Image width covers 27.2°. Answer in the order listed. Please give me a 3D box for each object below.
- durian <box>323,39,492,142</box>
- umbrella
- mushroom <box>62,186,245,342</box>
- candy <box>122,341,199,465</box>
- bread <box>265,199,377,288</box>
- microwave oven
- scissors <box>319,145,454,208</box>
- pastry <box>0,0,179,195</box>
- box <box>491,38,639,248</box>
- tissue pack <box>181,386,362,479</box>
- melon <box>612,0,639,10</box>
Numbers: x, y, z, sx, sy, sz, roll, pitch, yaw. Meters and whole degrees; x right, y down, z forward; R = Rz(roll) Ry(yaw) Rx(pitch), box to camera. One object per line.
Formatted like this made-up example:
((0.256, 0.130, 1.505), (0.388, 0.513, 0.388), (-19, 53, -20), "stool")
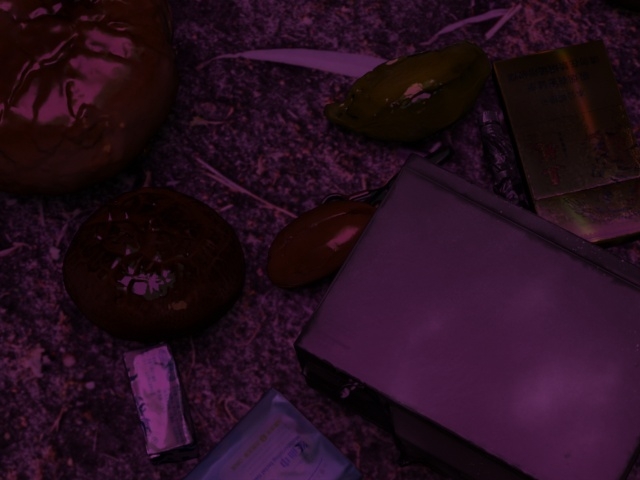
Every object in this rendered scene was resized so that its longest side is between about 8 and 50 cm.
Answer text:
((0.137, -0.210, 1.946), (0.250, 0.101, 0.139), (-28, 35, -6), "durian")
((0.268, -0.103, 1.921), (0.046, 0.050, 0.188), (-4, 68, -20), "umbrella")
((-0.231, 0.034, 1.836), (0.253, 0.153, 0.253), (2, 44, -2), "mushroom")
((-0.218, 0.222, 1.813), (0.073, 0.092, 0.160), (-16, 71, -4), "candy")
((0.000, 0.000, 1.862), (0.189, 0.077, 0.114), (-29, 30, 16), "bread")
((0.228, 0.149, 1.731), (0.432, 0.236, 0.374), (29, 74, 14), "microwave oven")
((0.104, -0.077, 1.939), (0.220, 0.017, 0.088), (-33, 68, -8), "scissors")
((-0.393, -0.252, 1.916), (0.410, 0.245, 0.409), (0, 69, 1), "pastry")
((0.370, -0.136, 1.927), (0.173, 0.043, 0.311), (-12, 70, -1), "box")
((-0.093, 0.346, 1.761), (0.177, 0.089, 0.263), (42, 79, 15), "tissue pack")
((0.506, -0.392, 1.984), (0.162, 0.099, 0.099), (-5, 70, 3), "melon")
